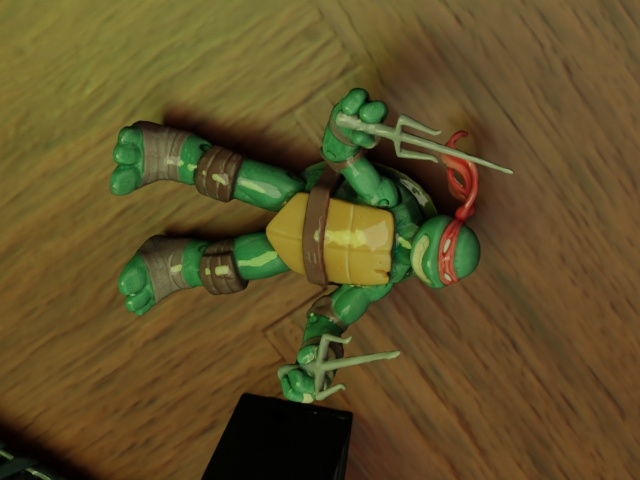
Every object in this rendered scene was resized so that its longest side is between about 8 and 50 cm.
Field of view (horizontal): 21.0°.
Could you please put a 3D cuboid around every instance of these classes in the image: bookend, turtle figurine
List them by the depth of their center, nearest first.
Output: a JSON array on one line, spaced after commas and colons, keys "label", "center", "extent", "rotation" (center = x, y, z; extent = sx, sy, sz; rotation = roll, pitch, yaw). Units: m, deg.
[{"label": "turtle figurine", "center": [0.000, 0.000, 0.962], "extent": [0.234, 0.118, 0.175], "rotation": [8, 97, 23]}, {"label": "bookend", "center": [-0.036, 0.197, 1.020], "extent": [0.072, 0.157, 0.156], "rotation": [10, 111, 7]}]

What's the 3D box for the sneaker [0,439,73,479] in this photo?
[{"label": "sneaker", "center": [-0.246, 0.141, 1.059], "extent": [0.319, 0.112, 0.131], "rotation": [12, 115, 4]}]
